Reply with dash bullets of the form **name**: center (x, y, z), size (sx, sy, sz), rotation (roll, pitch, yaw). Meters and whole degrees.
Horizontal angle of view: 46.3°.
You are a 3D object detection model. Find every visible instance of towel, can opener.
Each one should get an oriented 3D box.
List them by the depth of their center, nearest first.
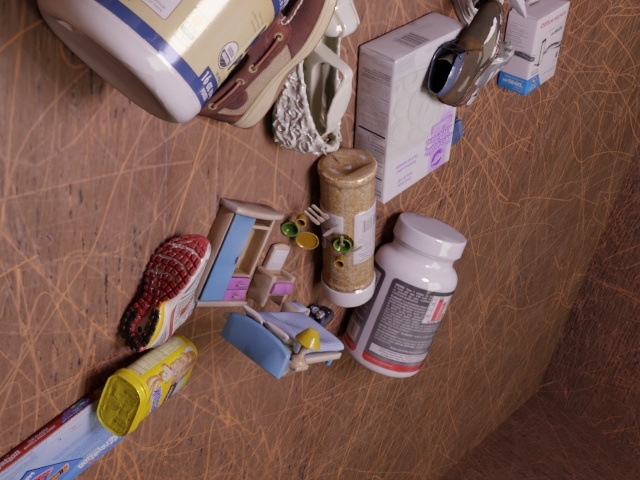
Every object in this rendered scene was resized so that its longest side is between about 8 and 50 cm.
- **can opener**: center (-0.043, 0.207, 1.683), size (0.186, 0.059, 0.073), rotation (-35, 142, -33)
- **towel**: center (0.297, -0.239, 1.798), size (0.119, 0.029, 0.067), rotation (-46, 146, -19)

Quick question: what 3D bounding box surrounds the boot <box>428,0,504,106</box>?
- **boot**: center (0.281, -0.363, 1.443), size (0.106, 0.082, 0.219), rotation (-7, 123, -55)

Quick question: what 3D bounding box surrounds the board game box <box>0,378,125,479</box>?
- **board game box**: center (-0.458, 0.373, 1.285), size (0.281, 0.027, 0.145), rotation (-37, 141, -30)

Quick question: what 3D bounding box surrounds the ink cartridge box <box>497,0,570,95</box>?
- **ink cartridge box**: center (0.523, -0.484, 1.845), size (0.148, 0.086, 0.203), rotation (-35, 143, -32)

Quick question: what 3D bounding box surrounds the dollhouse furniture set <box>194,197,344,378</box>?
- **dollhouse furniture set**: center (-0.042, 0.088, 1.351), size (0.286, 0.303, 0.198), rotation (6, 112, -56)

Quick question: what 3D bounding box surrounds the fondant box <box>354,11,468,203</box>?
- **fondant box**: center (0.182, -0.273, 1.548), size (0.238, 0.096, 0.330), rotation (-34, 142, -34)

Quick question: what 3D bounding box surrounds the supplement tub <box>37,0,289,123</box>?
- **supplement tub**: center (-0.157, -0.326, 0.907), size (0.316, 0.228, 0.228), rotation (-53, 148, -8)

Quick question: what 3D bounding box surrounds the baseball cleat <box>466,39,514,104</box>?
- **baseball cleat**: center (0.370, -0.389, 1.750), size (0.206, 0.072, 0.109), rotation (-36, 156, -25)

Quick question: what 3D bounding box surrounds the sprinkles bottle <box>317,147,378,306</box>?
- **sprinkles bottle**: center (0.058, -0.020, 1.569), size (0.121, 0.121, 0.355), rotation (-36, 142, -32)

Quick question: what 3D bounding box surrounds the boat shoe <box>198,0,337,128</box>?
- **boat shoe**: center (-0.089, -0.309, 1.084), size (0.123, 0.123, 0.342), rotation (5, 137, -39)

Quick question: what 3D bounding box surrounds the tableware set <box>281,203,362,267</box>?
- **tableware set**: center (0.000, 0.000, 1.497), size (0.154, 0.104, 0.024), rotation (41, 36, -25)

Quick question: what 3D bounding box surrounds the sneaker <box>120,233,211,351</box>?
- **sneaker**: center (-0.254, 0.085, 1.279), size (0.225, 0.088, 0.093), rotation (-56, 156, 12)

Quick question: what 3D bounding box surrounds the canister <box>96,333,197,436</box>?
- **canister**: center (-0.298, 0.248, 1.309), size (0.170, 0.073, 0.126), rotation (-37, 157, -57)

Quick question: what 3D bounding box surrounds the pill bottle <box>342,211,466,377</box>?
- **pill bottle**: center (0.207, 0.131, 1.820), size (0.210, 0.210, 0.362), rotation (-5, 121, -52)

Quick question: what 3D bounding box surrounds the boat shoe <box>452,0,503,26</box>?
- **boat shoe**: center (0.335, -0.505, 1.552), size (0.096, 0.088, 0.267), rotation (-48, 148, 4)

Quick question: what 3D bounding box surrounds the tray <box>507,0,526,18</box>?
- **tray**: center (0.377, -0.583, 1.562), size (0.270, 0.030, 0.145), rotation (26, 55, -58)

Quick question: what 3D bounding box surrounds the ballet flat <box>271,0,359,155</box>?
- **ballet flat**: center (0.003, -0.321, 1.227), size (0.147, 0.147, 0.408), rotation (-30, 138, -37)
